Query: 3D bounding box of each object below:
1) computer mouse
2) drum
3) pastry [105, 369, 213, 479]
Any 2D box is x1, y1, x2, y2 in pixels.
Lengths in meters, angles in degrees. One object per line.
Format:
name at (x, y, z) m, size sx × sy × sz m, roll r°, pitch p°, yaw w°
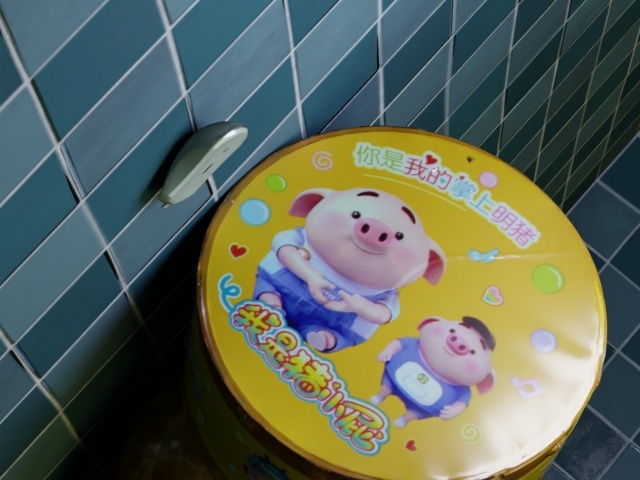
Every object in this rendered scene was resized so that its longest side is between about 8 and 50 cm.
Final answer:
computer mouse at (-0.112, -0.073, 1.652) m, size 0.110 × 0.032 × 0.056 m, roll -45°, pitch 168°, yaw 22°
drum at (0.069, 0.110, 1.885) m, size 0.431 × 0.431 × 0.214 m, roll -43°, pitch 165°, yaw -28°
pastry at (-0.089, 0.299, 2.082) m, size 0.388 × 0.312 × 0.388 m, roll -52°, pitch -155°, yaw 36°
